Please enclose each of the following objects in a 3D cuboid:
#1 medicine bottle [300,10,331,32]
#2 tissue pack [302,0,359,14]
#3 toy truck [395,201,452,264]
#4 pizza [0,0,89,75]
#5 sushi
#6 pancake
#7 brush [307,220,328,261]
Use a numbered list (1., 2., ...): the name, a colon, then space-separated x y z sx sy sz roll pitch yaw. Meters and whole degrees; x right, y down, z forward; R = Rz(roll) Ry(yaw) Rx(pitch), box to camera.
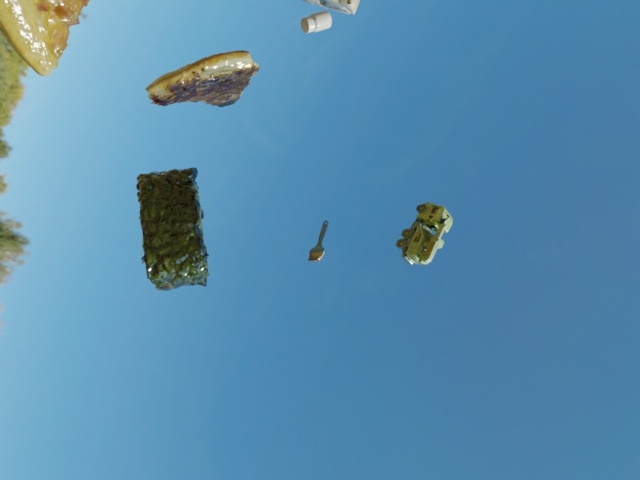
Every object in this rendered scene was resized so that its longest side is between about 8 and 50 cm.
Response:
1. medicine bottle: -0.013 -0.663 1.442 0.052 0.089 0.052 42 -32 34
2. tissue pack: 0.031 -0.682 1.141 0.186 0.090 0.222 19 -80 7
3. toy truck: 0.274 -0.013 1.209 0.100 0.077 0.168 14 -115 50
4. pizza: -0.423 -0.419 0.671 0.087 0.258 0.268 14 -105 21
5. sushi: -0.434 -0.025 1.423 0.294 0.178 0.351 143 -61 -75
6. pancake: -0.276 -0.382 1.174 0.266 0.244 0.057 -21 -92 0
7. brush: 0.000 0.000 1.501 0.051 0.014 0.164 -4 -131 25
